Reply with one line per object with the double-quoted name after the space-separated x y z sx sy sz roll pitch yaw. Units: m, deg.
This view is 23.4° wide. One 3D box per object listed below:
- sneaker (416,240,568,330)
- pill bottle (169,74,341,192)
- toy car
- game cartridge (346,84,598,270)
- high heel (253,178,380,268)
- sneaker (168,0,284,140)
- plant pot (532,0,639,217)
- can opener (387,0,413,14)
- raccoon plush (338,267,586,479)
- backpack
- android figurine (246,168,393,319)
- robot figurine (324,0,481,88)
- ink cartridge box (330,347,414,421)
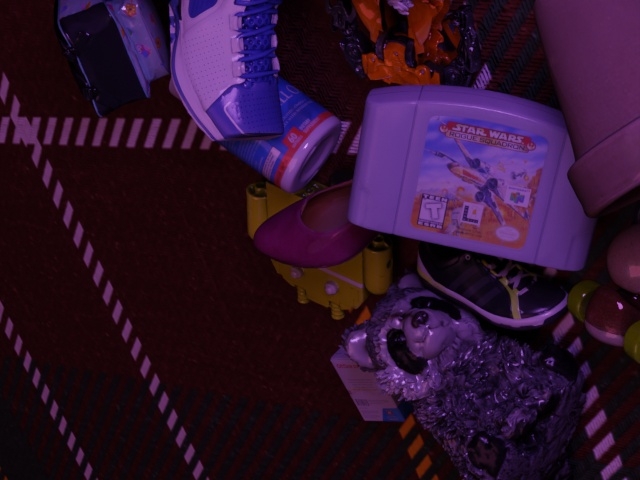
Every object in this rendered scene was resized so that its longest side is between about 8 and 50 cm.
0.215 0.042 2.021 0.234 0.084 0.097 18 135 32 "sneaker"
-0.092 -0.173 2.077 0.221 0.124 0.124 35 143 11 "pill bottle"
0.391 0.030 1.809 0.155 0.149 0.188 -139 52 -59 "toy car"
0.189 -0.080 1.828 0.297 0.062 0.198 12 127 5 "game cartridge"
0.049 -0.079 1.981 0.377 0.127 0.181 -15 130 25 "high heel"
-0.099 -0.288 1.921 0.182 0.127 0.315 -21 82 44 "sneaker"
0.334 -0.181 1.583 0.229 0.263 0.263 60 145 9 "plant pot"
0.027 -0.315 1.744 0.280 0.074 0.093 17 100 38 "can opener"
0.185 0.252 2.170 0.299 0.216 0.446 32 143 30 "raccoon plush"
-0.291 -0.288 2.130 0.166 0.144 0.188 65 177 -36 "backpack"
0.000 0.000 2.217 0.248 0.056 0.273 25 138 25 "android figurine"
0.102 -0.296 1.803 0.211 0.085 0.291 20 136 31 "robot figurine"
0.083 0.212 2.342 0.088 0.052 0.122 -5 122 46 "ink cartridge box"
